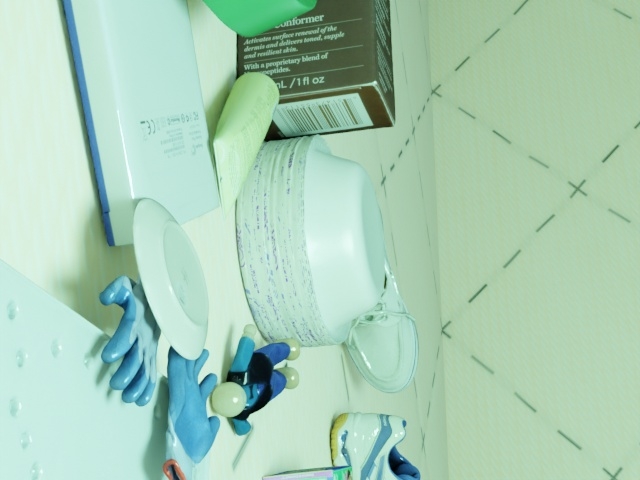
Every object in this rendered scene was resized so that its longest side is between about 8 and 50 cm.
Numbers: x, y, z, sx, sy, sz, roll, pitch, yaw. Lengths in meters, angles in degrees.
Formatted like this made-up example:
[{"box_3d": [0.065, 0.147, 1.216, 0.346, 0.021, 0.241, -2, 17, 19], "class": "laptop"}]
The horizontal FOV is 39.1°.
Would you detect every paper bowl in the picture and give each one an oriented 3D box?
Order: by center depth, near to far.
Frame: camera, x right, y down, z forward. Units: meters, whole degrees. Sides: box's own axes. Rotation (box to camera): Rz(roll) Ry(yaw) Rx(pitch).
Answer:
[{"box_3d": [0.000, 0.000, 1.211, 0.284, 0.148, 0.284, -7, 90, -77], "class": "paper bowl"}]

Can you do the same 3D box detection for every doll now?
[{"box_3d": [-0.077, 0.159, 1.036, 0.189, 0.046, 0.129, -21, 114, -69], "class": "doll"}]

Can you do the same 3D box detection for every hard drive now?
[{"box_3d": [-0.165, -0.171, 0.830, 0.210, 0.040, 0.318, -42, 125, -73], "class": "hard drive"}]

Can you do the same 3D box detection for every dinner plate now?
[{"box_3d": [-0.119, 0.030, 0.753, 0.141, 0.017, 0.141, -17, 90, -80], "class": "dinner plate"}]

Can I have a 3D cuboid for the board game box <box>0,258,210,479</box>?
[{"box_3d": [-0.175, 0.255, 0.593, 0.390, 0.050, 0.389, 59, 28, -61], "class": "board game box"}]

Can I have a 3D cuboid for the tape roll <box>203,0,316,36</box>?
[{"box_3d": [-0.107, -0.369, 0.913, 0.321, 0.077, 0.321, 69, 16, 0], "class": "tape roll"}]

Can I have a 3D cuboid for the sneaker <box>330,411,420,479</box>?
[{"box_3d": [0.101, 0.421, 1.471, 0.112, 0.131, 0.296, -65, 148, -68], "class": "sneaker"}]

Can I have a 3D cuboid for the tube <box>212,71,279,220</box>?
[{"box_3d": [-0.094, -0.123, 1.034, 0.070, 0.062, 0.240, 42, 27, -19], "class": "tube"}]

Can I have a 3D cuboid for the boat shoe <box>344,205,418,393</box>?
[{"box_3d": [0.078, 0.095, 1.510, 0.156, 0.136, 0.367, -36, 116, -74], "class": "boat shoe"}]

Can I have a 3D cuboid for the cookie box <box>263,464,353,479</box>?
[{"box_3d": [-0.013, 0.309, 1.135, 0.107, 0.092, 0.040, 34, 49, -72], "class": "cookie box"}]

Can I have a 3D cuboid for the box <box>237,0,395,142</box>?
[{"box_3d": [-0.005, -0.341, 1.243, 0.143, 0.191, 0.381, 51, 35, -66], "class": "box"}]

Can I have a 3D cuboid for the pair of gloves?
[{"box_3d": [-0.122, 0.102, 0.717, 0.159, 0.023, 0.198, -92, 164, -60], "class": "pair of gloves"}]
